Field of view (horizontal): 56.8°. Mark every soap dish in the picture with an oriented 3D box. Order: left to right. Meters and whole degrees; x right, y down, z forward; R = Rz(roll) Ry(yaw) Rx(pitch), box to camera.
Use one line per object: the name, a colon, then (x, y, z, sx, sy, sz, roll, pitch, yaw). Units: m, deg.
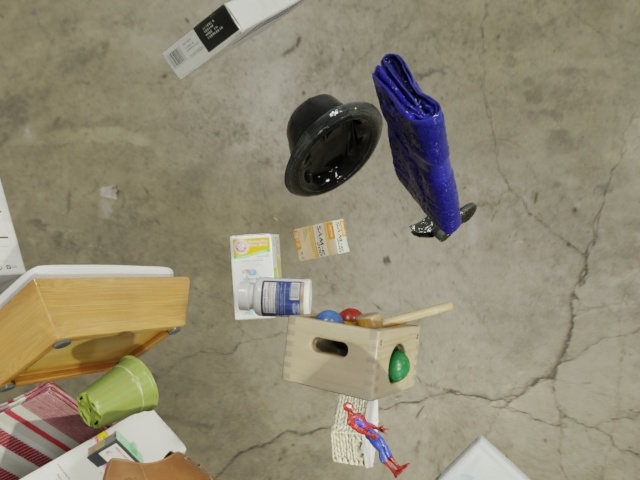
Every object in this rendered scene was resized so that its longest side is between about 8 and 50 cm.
soap dish: (-0.377, 0.138, 0.949, 0.229, 0.291, 0.118, -35, 70, 26)

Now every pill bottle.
pill bottle: (-0.076, 0.096, 1.000, 0.120, 0.067, 0.067, 2, 75, 4)

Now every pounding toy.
pounding toy: (0.056, 0.111, 0.656, 0.141, 0.130, 0.100, 5, 89, 32)

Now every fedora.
fedora: (0.007, -0.274, 1.588, 0.334, 0.334, 0.152, -34, 66, 1)

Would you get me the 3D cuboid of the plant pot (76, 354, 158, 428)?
plant pot: (-0.271, 0.206, 0.776, 0.083, 0.079, 0.083, 15, 116, 33)

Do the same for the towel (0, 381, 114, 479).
towel: (-0.575, 0.392, 1.122, 0.329, 0.237, 0.037, -24, 41, 5)

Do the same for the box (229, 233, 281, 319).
box: (-0.155, 0.085, 1.459, 0.103, 0.114, 0.203, -4, 91, 6)

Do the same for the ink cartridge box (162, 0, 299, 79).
ink cartridge box: (-0.147, -0.440, 1.184, 0.176, 0.371, 0.069, -23, 108, 34)

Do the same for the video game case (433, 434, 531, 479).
video game case: (0.126, 0.244, 0.421, 0.157, 0.019, 0.143, 42, 102, 11)

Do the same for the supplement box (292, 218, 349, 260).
supplement box: (0.000, 0.000, 1.081, 0.098, 0.036, 0.062, -13, 89, 39)

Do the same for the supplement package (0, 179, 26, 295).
supplement package: (-0.727, -0.009, 1.166, 0.177, 0.175, 0.293, -44, 63, 37)

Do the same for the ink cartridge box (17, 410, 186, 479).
ink cartridge box: (-0.397, 0.438, 1.022, 0.117, 0.278, 0.201, 44, 122, 16)

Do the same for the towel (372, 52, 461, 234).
towel: (0.182, -0.175, 1.132, 0.076, 0.308, 0.227, -23, 46, 2)

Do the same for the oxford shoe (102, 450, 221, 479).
oxford shoe: (-0.149, 0.283, 0.685, 0.076, 0.212, 0.076, -36, 49, 30)

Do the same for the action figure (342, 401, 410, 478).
action figure: (0.071, 0.262, 0.793, 0.115, 0.038, 0.030, 43, 108, 21)

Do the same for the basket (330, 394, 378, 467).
basket: (0.087, 0.467, 1.480, 0.103, 0.167, 0.113, 1, 115, 10)

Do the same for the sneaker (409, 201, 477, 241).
sneaker: (0.326, -0.059, 1.568, 0.170, 0.051, 0.089, -42, 54, -10)
